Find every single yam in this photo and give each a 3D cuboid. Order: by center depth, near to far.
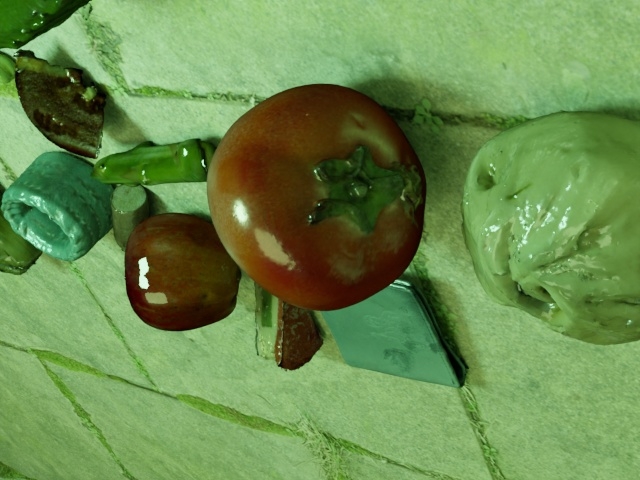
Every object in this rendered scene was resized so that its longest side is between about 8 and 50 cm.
[{"bbox_3d":[-0.367,-0.044,2.073,0.084,0.084,0.127,26,147,16],"label":"yam"}]

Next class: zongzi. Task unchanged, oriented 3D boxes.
[{"bbox_3d":[-0.720,-0.061,2.357,0.251,0.125,0.274,34,143,6],"label":"zongzi"}]

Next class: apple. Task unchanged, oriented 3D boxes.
[{"bbox_3d":[-0.258,0.065,1.999,0.234,0.234,0.234,25,147,18],"label":"apple"}]

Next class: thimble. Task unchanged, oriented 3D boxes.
[{"bbox_3d":[-0.519,-0.066,2.135,0.235,0.143,0.198,7,138,41],"label":"thimble"}]

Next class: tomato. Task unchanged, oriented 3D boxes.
[{"bbox_3d":[-0.010,-0.059,1.502,0.322,0.321,0.321,25,147,18],"label":"tomato"}]

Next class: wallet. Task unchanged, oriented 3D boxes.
[{"bbox_3d":[0.110,0.145,1.882,0.251,0.054,0.290,10,142,35],"label":"wallet"}]

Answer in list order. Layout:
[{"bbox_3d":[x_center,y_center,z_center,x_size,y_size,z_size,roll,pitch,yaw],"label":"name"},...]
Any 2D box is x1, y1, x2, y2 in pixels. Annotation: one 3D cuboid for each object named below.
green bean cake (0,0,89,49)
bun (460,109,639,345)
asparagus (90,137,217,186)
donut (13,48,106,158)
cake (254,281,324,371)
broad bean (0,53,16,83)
[{"bbox_3d":[-0.416,-0.463,1.465,0.335,0.218,0.319,-22,110,47],"label":"green bean cake"},{"bbox_3d":[0.324,0.006,1.341,0.326,0.234,0.362,37,155,-12],"label":"bun"},{"bbox_3d":[-0.286,-0.132,1.881,0.343,0.085,0.082,-1,129,47],"label":"asparagus"},{"bbox_3d":[-0.464,-0.234,1.876,0.187,0.144,0.126,18,175,-19],"label":"donut"},{"bbox_3d":[-0.087,0.151,2.028,0.086,0.116,0.220,15,144,41],"label":"cake"},{"bbox_3d":[-0.594,-0.319,1.969,0.083,0.045,0.063,25,159,31],"label":"broad bean"}]
